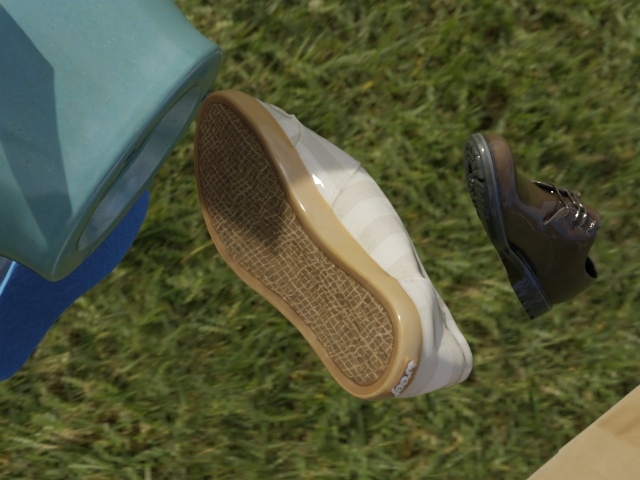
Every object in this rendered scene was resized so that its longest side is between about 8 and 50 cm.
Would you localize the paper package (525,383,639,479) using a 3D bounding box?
[{"bbox_3d":[0.237,0.237,0.731,0.309,0.325,0.168,-34,121,-23],"label":"paper package"}]

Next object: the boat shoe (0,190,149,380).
[{"bbox_3d":[-0.254,0.012,1.241,0.109,0.258,0.089,30,24,-42],"label":"boat shoe"}]

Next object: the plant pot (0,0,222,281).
[{"bbox_3d":[-0.212,-0.117,0.882,0.255,0.272,0.272,37,70,0],"label":"plant pot"}]

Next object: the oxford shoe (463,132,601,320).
[{"bbox_3d":[0.184,-0.026,1.213,0.096,0.227,0.083,-24,51,11],"label":"oxford shoe"}]

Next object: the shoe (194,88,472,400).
[{"bbox_3d":[0.000,0.000,0.709,0.058,0.077,0.219,1,38,-37],"label":"shoe"}]
